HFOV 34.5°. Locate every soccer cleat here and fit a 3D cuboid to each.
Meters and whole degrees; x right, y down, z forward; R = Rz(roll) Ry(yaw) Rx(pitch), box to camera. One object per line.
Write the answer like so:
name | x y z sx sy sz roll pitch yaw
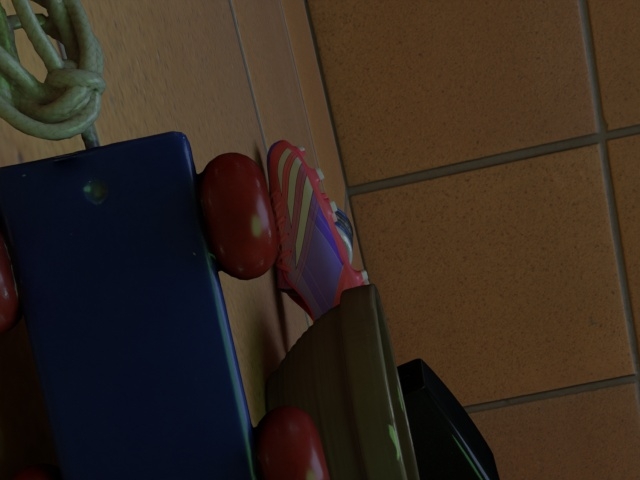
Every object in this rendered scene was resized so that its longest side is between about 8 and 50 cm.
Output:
soccer cleat | -0.019 0.003 1.074 0.083 0.095 0.248 76 -10 -66

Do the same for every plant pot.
plant pot | 0.099 0.252 1.240 0.188 0.187 0.167 -66 133 -80
plant pot | 0.019 0.162 0.889 0.237 0.110 0.237 -11 90 -86

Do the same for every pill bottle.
pill bottle | 0.000 0.000 1.210 0.137 0.078 0.078 -83 161 -75

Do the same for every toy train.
toy train | -0.073 -0.005 0.384 0.143 0.105 0.248 -155 -128 -84
